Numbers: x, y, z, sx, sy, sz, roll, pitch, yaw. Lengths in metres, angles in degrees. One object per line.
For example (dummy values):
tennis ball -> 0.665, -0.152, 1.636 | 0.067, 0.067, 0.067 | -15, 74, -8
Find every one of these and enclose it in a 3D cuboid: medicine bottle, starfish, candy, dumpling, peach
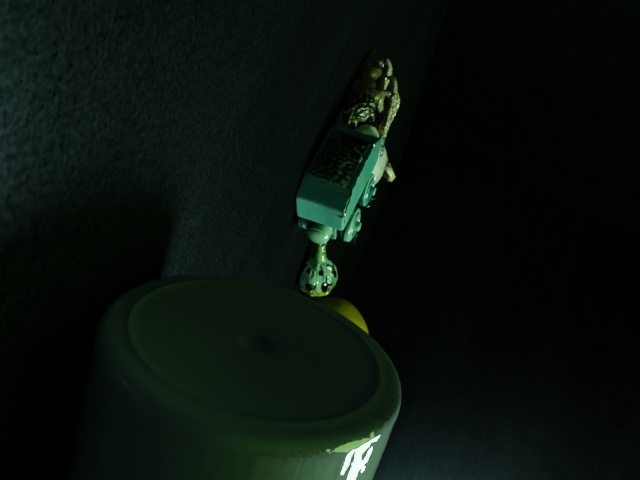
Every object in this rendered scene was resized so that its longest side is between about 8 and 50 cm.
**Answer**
medicine bottle -> -0.078, 0.177, 0.498 | 0.238, 0.238, 0.231 | -48, 157, -71
starfish -> 0.135, -0.262, 1.500 | 0.302, 0.060, 0.299 | 120, -30, -73
candy -> 0.000, 0.000, 1.326 | 0.091, 0.083, 0.305 | -40, 146, -41
dumpling -> 0.082, -0.182, 1.334 | 0.134, 0.100, 0.169 | 34, 86, -51
peach -> 0.020, 0.256, 1.584 | 0.231, 0.231, 0.230 | 21, 90, -83

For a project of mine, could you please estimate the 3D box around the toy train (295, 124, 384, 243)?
toy train -> 0.033, -0.097, 1.085 | 0.163, 0.112, 0.203 | 88, 22, -56

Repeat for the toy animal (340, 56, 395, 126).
toy animal -> 0.099, -0.286, 1.161 | 0.069, 0.086, 0.219 | -25, -148, 38
